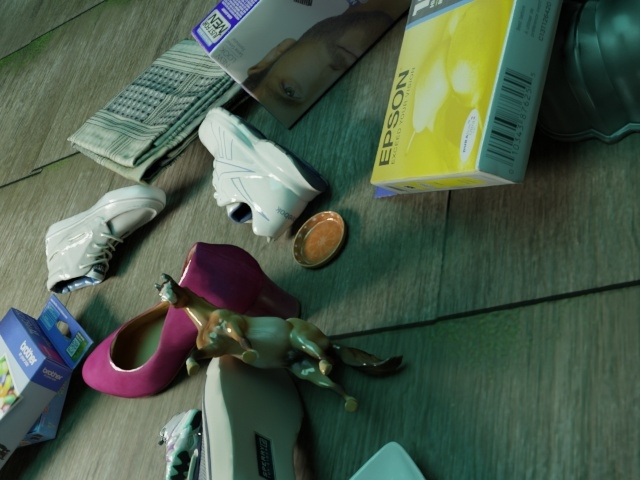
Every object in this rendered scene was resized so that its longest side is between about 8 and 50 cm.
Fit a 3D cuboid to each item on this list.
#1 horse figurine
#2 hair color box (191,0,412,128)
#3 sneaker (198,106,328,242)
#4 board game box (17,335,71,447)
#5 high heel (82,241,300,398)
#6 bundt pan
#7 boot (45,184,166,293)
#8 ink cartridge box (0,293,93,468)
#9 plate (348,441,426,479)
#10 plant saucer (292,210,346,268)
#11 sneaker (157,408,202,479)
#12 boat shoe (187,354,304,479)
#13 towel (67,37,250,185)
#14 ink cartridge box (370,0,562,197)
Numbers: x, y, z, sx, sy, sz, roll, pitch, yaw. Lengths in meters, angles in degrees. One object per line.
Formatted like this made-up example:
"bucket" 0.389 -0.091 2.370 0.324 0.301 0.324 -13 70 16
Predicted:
"horse figurine" -0.051 0.115 0.906 0.174 0.263 0.066 -135 60 -71
"hair color box" -0.002 -0.353 1.232 0.339 0.185 0.110 -44 40 9
"sneaker" -0.114 -0.101 1.208 0.129 0.111 0.297 -55 38 4
"board game box" -0.481 0.251 1.323 0.212 0.039 0.160 -20 48 32
"high heel" -0.222 0.097 1.089 0.377 0.181 0.127 -25 46 27
"bundt pan" 0.323 -0.276 0.920 0.331 0.124 0.330 -24 46 27
"boot" -0.352 0.007 1.370 0.258 0.095 0.123 -23 60 31
"ink cartridge box" -0.487 0.231 1.269 0.311 0.065 0.186 -52 41 -5
"plate" 0.045 0.367 0.739 0.278 0.045 0.277 -46 40 5
"plant saucer" 0.000 0.000 1.090 0.084 0.013 0.083 -24 47 28
"sneaker" -0.183 0.259 1.045 0.069 0.038 0.098 -13 43 38
"boat shoe" -0.106 0.251 0.887 0.158 0.127 0.340 -48 19 18
"towel" -0.267 -0.240 1.441 0.312 0.056 0.324 -44 38 -17
"ink cartridge box" 0.142 -0.204 0.941 0.307 0.072 0.303 1 77 63
